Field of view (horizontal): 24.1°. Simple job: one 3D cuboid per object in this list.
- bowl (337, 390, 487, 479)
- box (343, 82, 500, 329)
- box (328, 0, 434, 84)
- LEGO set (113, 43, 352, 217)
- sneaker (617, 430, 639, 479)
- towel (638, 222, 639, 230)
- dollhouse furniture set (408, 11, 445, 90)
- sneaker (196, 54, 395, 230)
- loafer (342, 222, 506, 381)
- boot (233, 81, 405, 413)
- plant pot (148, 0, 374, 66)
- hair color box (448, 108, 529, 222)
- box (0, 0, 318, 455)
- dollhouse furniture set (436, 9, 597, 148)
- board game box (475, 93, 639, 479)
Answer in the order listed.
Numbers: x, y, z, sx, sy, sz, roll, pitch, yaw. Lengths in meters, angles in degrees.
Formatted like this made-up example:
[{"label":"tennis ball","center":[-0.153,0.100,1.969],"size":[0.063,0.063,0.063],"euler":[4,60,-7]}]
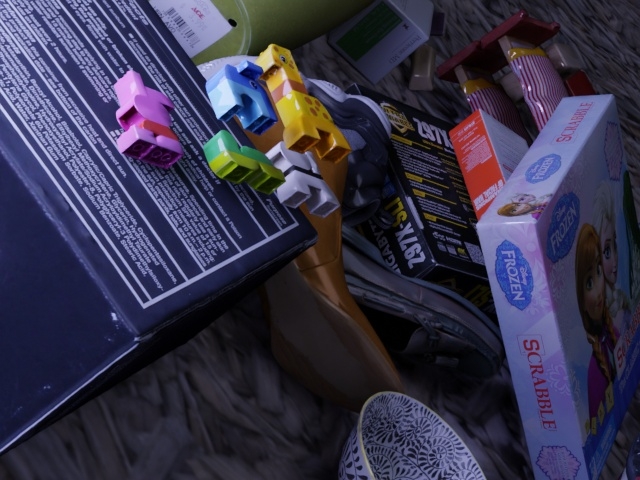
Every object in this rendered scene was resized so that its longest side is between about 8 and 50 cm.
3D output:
[{"label":"bowl","center":[0.068,0.222,1.293],"size":[0.170,0.080,0.170],"euler":[36,31,-26]},{"label":"box","center":[0.158,-0.025,1.739],"size":[0.322,0.079,0.257],"euler":[16,41,-47]},{"label":"box","center":[0.077,-0.274,1.898],"size":[0.087,0.101,0.102],"euler":[40,31,-19]},{"label":"LEGO set","center":[-0.053,-0.099,1.118],"size":[0.227,0.087,0.093],"euler":[18,43,-50]},{"label":"sneaker","center":[0.327,0.305,1.537],"size":[0.120,0.112,0.299],"euler":[30,38,21]},{"label":"towel","center":[0.461,0.074,1.852],"size":[0.235,0.283,0.121],"euler":[47,69,-4]},{"label":"dollhouse furniture set","center":[0.118,-0.239,2.017],"size":[0.081,0.091,0.114],"euler":[82,13,-62]},{"label":"sneaker","center":[-0.026,-0.086,1.513],"size":[0.268,0.101,0.153],"euler":[13,53,-37]},{"label":"loafer","center":[0.067,0.077,1.484],"size":[0.267,0.096,0.084],"euler":[33,51,-16]},{"label":"boot","center":[-0.001,0.000,1.378],"size":[0.295,0.104,0.211],"euler":[46,42,-20]},{"label":"plant pot","center":[-0.070,-0.302,1.589],"size":[0.275,0.275,0.293],"euler":[45,44,-10]},{"label":"hair color box","center":[0.212,-0.062,1.724],"size":[0.093,0.053,0.167],"euler":[29,33,-38]},{"label":"box","center":[-0.199,-0.038,1.108],"size":[0.296,0.182,0.294],"euler":[54,28,3]},{"label":"dollhouse furniture set","center":[0.336,-0.175,2.082],"size":[0.374,0.152,0.201],"euler":[0,63,-57]},{"label":"board game box","center":[0.276,0.050,1.613],"size":[0.319,0.065,0.318],"euler":[-51,131,-52]}]
